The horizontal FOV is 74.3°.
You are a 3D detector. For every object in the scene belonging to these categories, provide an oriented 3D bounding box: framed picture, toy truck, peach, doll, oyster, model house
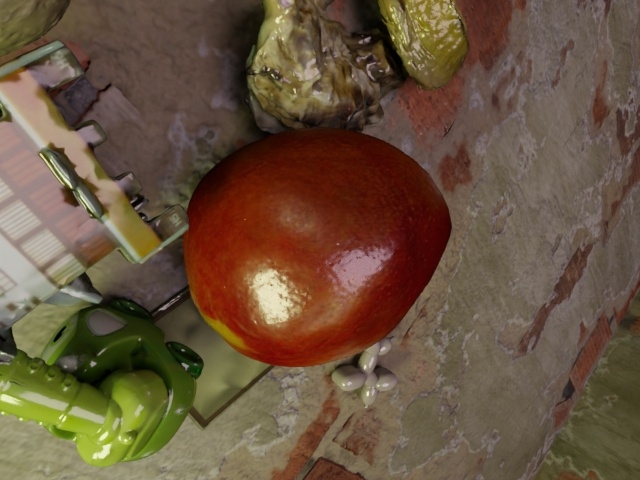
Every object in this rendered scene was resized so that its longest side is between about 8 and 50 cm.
[{"bbox_3d":[-0.172,0.173,0.660,0.173,0.010,0.232,-37,123,-23],"label":"framed picture"},{"bbox_3d":[-0.238,0.163,0.466,0.187,0.210,0.148,34,85,-4],"label":"toy truck"},{"bbox_3d":[0.000,0.000,0.546,0.332,0.308,0.308,-13,115,1],"label":"peach"},{"bbox_3d":[0.101,0.264,0.865,0.160,0.059,0.161,27,87,-38],"label":"doll"},{"bbox_3d":[0.014,-0.237,0.596,0.351,0.114,0.238,16,91,-62],"label":"oyster"},{"bbox_3d":[-0.276,-0.035,0.381,0.215,0.224,0.199,-42,126,-20],"label":"model house"}]

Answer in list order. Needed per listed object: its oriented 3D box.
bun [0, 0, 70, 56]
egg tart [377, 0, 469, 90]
[{"bbox_3d":[-0.320,-0.215,0.211,0.365,0.365,0.220,29,90,-39],"label":"bun"},{"bbox_3d":[0.175,-0.363,0.664,0.231,0.098,0.253,-2,84,-54],"label":"egg tart"}]
